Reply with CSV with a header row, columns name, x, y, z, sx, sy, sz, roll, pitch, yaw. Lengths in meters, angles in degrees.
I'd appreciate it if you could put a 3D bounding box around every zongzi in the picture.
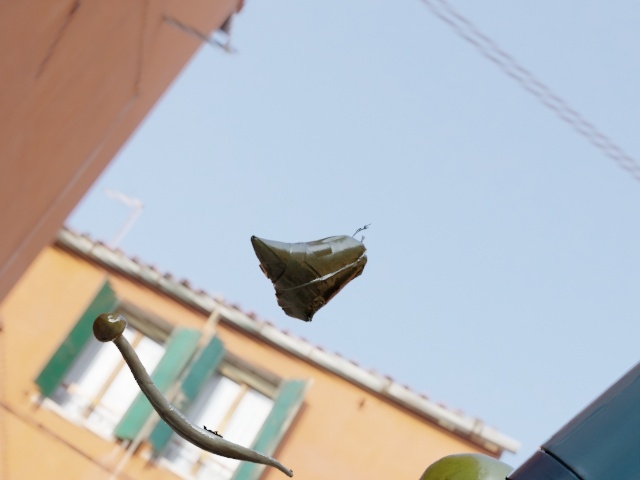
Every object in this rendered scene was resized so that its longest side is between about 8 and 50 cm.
name,x,y,z,sx,sy,sz,roll,pitch,yaw
zongzi,0.000,0.000,1.625,0.062,0.154,0.130,21,-34,51

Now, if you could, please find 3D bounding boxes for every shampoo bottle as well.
name,x,y,z,sx,sy,sz,roll,pitch,yaw
shampoo bottle,0.463,0.306,1.795,0.331,0.343,0.331,49,-5,6

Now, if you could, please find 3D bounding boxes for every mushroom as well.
name,x,y,z,sx,sy,sz,roll,pitch,yaw
mushroom,-0.165,0.202,1.779,0.306,0.043,0.068,44,-36,-5

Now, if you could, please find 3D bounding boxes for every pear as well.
name,x,y,z,sx,sy,sz,roll,pitch,yaw
pear,0.212,0.394,2.037,0.200,0.200,0.200,21,-36,16
